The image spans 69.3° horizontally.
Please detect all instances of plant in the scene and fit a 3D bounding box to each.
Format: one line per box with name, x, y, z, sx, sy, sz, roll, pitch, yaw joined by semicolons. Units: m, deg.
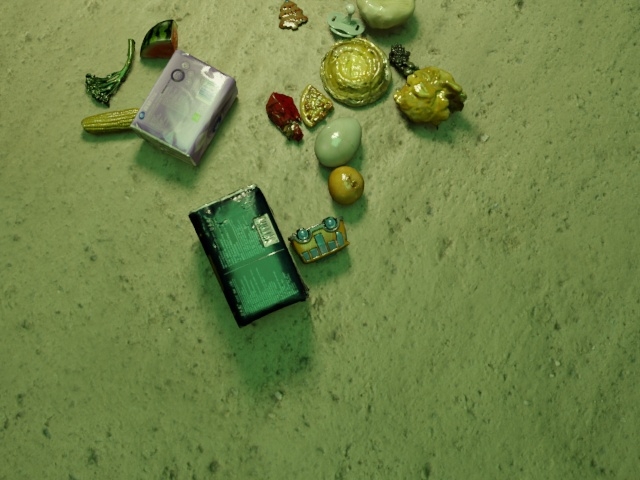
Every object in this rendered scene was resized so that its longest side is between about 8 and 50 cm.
plant;0.322;-0.674;1.773;0.085;0.087;0.174;-38;88;28

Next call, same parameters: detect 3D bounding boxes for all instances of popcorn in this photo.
popcorn;0.407;-0.538;1.707;0.253;0.191;0.190;16;51;-3

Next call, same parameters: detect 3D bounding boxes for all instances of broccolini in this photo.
broccolini;-0.780;-0.640;1.722;0.123;0.062;0.271;29;87;-14

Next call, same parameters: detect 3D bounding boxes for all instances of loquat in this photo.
loquat;0.092;-0.200;1.664;0.141;0.141;0.141;0;82;-3

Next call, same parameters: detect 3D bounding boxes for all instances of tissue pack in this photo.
tissue pack;-0.481;-0.466;1.662;0.242;0.160;0.338;28;82;0
tissue pack;-0.229;0.058;1.551;0.264;0.253;0.417;-25;84;-7

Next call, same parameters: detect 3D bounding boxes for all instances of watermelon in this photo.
watermelon;-0.589;-0.748;1.706;0.137;0.145;0.193;42;82;-2

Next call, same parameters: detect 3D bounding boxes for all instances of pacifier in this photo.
pacifier;0.099;-0.841;1.762;0.150;0.116;0.127;28;62;3

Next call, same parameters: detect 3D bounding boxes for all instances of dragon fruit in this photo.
dragon fruit;-0.130;-0.451;1.735;0.092;0.122;0.192;-34;88;33

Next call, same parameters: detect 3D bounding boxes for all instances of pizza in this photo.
pizza;-0.014;-0.513;1.747;0.134;0.046;0.175;-10;82;-4

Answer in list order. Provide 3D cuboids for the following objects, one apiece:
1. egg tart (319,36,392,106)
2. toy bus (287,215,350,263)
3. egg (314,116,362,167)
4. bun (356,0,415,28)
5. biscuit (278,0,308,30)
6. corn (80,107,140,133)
egg tart;0.135;-0.646;1.750;0.278;0.095;0.279;0;83;-2
toy bus;0.000;0.000;1.639;0.209;0.126;0.136;-23;92;-6
egg;0.067;-0.359;1.677;0.151;0.151;0.209;36;80;3
bun;0.240;-0.889;1.762;0.231;0.133;0.231;3;65;-6
biscuit;-0.117;-0.884;1.809;0.119;0.019;0.130;-18;83;-5
corn;-0.748;-0.430;1.687;0.231;0.080;0.080;-11;83;-2
